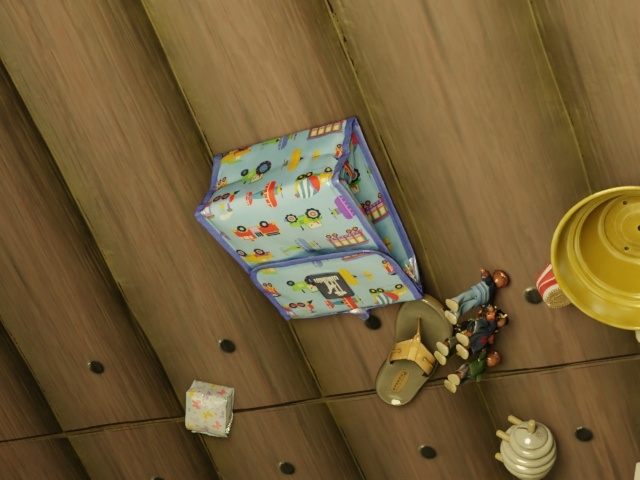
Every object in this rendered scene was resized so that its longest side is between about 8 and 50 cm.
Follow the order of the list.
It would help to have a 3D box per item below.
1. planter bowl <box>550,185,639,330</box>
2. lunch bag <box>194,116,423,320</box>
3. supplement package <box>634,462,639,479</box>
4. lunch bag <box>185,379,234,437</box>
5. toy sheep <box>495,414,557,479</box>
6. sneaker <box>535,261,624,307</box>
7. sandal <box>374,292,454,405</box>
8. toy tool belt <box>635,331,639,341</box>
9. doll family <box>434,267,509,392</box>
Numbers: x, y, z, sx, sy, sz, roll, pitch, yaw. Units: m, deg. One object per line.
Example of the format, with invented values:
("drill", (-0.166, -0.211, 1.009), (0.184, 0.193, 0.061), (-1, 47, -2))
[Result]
("planter bowl", (0.411, 0.003, 1.714), (0.217, 0.090, 0.217), (9, 125, 13))
("lunch bag", (0.000, 0.000, 1.855), (0.221, 0.138, 0.293), (-13, 129, 25))
("supplement package", (0.546, 0.381, 1.905), (0.179, 0.105, 0.105), (-10, 118, 25))
("lunch bag", (-0.177, 0.271, 2.122), (0.071, 0.053, 0.083), (9, 115, 11))
("toy sheep", (0.304, 0.305, 1.954), (0.091, 0.091, 0.132), (8, 142, 15))
("sneaker", (0.349, 0.051, 1.805), (0.118, 0.067, 0.042), (-15, 117, -7))
("sandal", (0.129, 0.170, 1.941), (0.090, 0.060, 0.219), (26, 127, 2))
("toy tool belt", (0.472, 0.120, 1.802), (0.083, 0.052, 0.051), (-23, 143, 34))
("doll family", (0.219, 0.120, 1.853), (0.076, 0.111, 0.193), (47, 146, 28))
